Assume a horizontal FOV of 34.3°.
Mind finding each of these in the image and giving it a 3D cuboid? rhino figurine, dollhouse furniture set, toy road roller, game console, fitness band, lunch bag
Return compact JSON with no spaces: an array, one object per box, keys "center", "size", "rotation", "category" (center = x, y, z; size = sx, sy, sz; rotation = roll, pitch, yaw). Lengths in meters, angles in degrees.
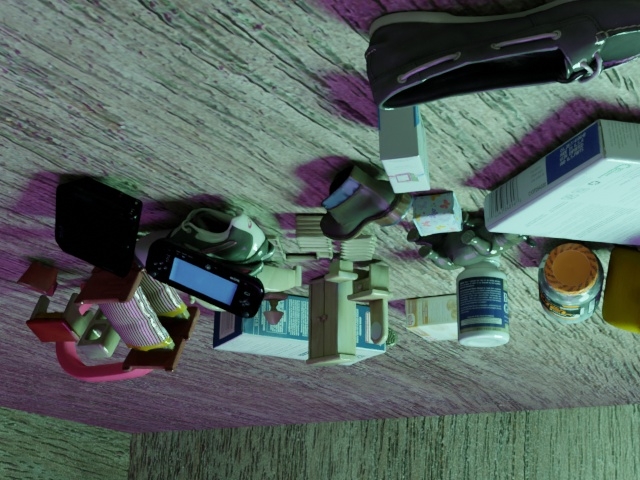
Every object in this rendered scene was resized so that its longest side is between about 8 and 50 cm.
[{"center":[0.268,-0.006,1.725],"size":[0.243,0.073,0.106],"rotation":[-18,151,41],"category":"rhino figurine"},{"center":[-0.092,0.134,1.968],"size":[0.355,0.174,0.303],"rotation":[10,163,-35],"category":"dollhouse furniture set"},{"center":[0.591,0.102,1.756],"size":[0.240,0.203,0.329],"rotation":[9,-171,25],"category":"toy road roller"},{"center":[-0.258,0.022,1.670],"size":[0.361,0.044,0.213],"rotation":[23,149,-1],"category":"game console"},{"center":[-0.418,0.179,2.103],"size":[0.290,0.209,0.054],"rotation":[-10,161,29],"category":"fitness band"},{"center":[0.187,-0.039,1.658],"size":[0.071,0.053,0.083],"rotation":[-7,151,17],"category":"lunch bag"},{"center":[-0.436,0.131,1.949],"size":[0.374,0.152,0.201],"rotation":[-5,133,28],"category":"dollhouse furniture set"}]

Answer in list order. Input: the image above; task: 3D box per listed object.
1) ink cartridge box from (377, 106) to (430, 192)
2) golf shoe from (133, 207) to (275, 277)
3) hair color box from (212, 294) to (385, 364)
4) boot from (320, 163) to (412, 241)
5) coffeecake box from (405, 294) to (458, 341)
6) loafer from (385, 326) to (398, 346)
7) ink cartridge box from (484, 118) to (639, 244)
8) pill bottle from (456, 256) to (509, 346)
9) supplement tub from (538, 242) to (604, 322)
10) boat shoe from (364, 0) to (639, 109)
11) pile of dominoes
[{"center":[0.108,-0.124,1.343],"size":[0.052,0.089,0.122],"rotation":[-5,162,10],"category":"ink cartridge box"},{"center":[-0.209,-0.007,1.748],"size":[0.272,0.105,0.120],"rotation":[-1,133,27],"category":"golf shoe"},{"center":[-0.046,0.196,2.301],"size":[0.347,0.105,0.174],"rotation":[11,160,-26],"category":"hair color box"},{"center":[0.039,-0.064,1.597],"size":[0.106,0.082,0.219],"rotation":[35,153,-22],"category":"boot"},{"center":[0.296,0.167,2.254],"size":[0.185,0.068,0.142],"rotation":[-8,160,25],"category":"coffeecake box"},{"center":[0.115,0.229,2.485],"size":[0.148,0.056,0.050],"rotation":[6,165,16],"category":"loafer"},{"center":[0.458,-0.074,1.513],"size":[0.330,0.071,0.324],"rotation":[4,162,-19],"category":"ink cartridge box"},{"center":[0.296,0.104,1.899],"size":[0.094,0.169,0.094],"rotation":[1,163,0],"category":"pill bottle"},{"center":[0.456,0.076,1.892],"size":[0.117,0.117,0.190],"rotation":[-3,161,12],"category":"supplement tub"},{"center":[0.214,-0.193,1.113],"size":[0.335,0.096,0.112],"rotation":[-3,162,11],"category":"boat shoe"},{"center":[0.000,0.000,1.850],"size":[0.196,0.040,0.251],"rotation":[0,170,1],"category":"pile of dominoes"}]
